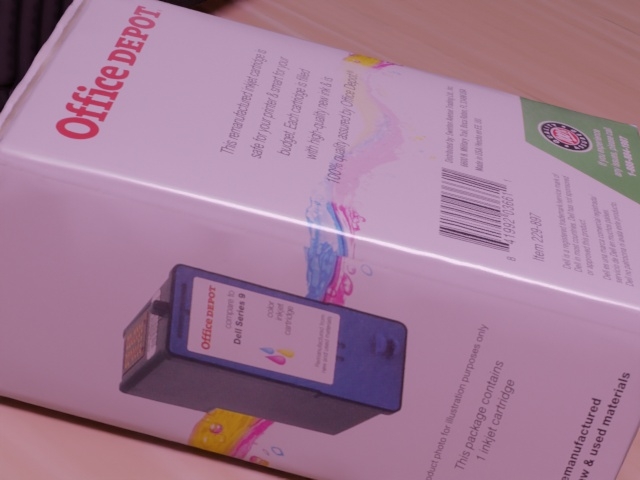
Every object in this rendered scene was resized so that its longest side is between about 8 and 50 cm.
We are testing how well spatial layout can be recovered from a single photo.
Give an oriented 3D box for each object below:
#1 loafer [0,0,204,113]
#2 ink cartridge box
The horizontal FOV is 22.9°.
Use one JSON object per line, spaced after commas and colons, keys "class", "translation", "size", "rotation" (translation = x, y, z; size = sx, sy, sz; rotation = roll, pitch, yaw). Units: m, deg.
{"class": "loafer", "translation": [-0.144, -0.142, 0.706], "size": [0.130, 0.133, 0.366], "rotation": [16, 22, 22]}
{"class": "ink cartridge box", "translation": [0.000, 0.000, 0.537], "size": [0.212, 0.093, 0.154], "rotation": [16, 28, -3]}
